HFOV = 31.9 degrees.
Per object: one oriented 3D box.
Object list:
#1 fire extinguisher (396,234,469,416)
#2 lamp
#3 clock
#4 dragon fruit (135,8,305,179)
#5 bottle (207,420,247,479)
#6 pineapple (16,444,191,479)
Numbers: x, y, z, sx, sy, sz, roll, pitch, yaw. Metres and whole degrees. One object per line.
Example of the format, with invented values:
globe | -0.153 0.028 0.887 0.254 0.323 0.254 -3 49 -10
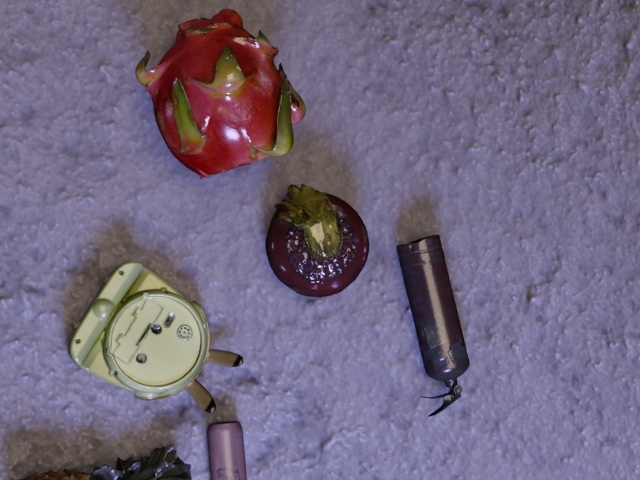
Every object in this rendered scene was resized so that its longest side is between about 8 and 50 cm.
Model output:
fire extinguisher | 0.171 0.130 1.717 0.089 0.072 0.267 -12 87 -22
lamp | -0.002 0.004 1.651 0.157 0.135 0.156 23 78 -14
clock | -0.230 0.149 1.605 0.232 0.069 0.170 32 76 -10
dragon fruit | -0.139 -0.208 1.600 0.224 0.224 0.227 -21 109 -17
bottle | -0.134 0.334 1.619 0.053 0.053 0.140 -4 85 -16
pineapple | -0.298 0.357 1.540 0.248 0.128 0.128 -13 87 -21
